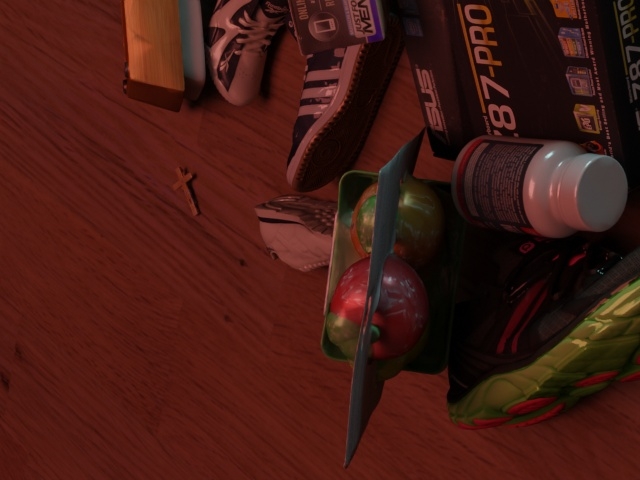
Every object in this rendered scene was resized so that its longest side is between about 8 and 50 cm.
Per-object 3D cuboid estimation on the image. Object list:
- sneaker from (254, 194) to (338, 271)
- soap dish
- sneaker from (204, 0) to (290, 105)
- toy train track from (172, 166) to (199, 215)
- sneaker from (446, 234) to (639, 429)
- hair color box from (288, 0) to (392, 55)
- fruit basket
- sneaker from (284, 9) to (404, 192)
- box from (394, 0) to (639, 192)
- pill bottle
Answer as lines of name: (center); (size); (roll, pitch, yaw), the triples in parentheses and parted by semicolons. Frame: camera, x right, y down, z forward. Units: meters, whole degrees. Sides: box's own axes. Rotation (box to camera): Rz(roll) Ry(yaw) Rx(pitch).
sneaker: (0.000, 0.000, 2.106); (0.235, 0.090, 0.095); (18, 120, 52)
soap dish: (-0.246, -0.349, 2.268); (0.229, 0.118, 0.291); (163, 103, -82)
sneaker: (-0.088, -0.312, 2.162); (0.153, 0.094, 0.235); (6, 88, 59)
toy train track: (-0.209, -0.078, 2.398); (0.048, 0.014, 0.083); (-33, 74, 40)
sneaker: (0.265, 0.073, 1.667); (0.483, 0.185, 0.202); (-36, 61, 55)
hair color box: (0.023, -0.364, 1.822); (0.110, 0.339, 0.185); (-9, 113, 11)
fruit basket: (0.063, 0.048, 1.711); (0.165, 0.353, 0.327); (10, 104, 14)
sneaker: (0.001, -0.215, 2.056); (0.153, 0.099, 0.282); (43, 118, 34)
box: (0.219, -0.266, 1.683); (0.318, 0.097, 0.395); (17, 130, 50)
pill bottle: (0.239, -0.058, 1.640); (0.180, 0.108, 0.108); (10, 101, 52)
